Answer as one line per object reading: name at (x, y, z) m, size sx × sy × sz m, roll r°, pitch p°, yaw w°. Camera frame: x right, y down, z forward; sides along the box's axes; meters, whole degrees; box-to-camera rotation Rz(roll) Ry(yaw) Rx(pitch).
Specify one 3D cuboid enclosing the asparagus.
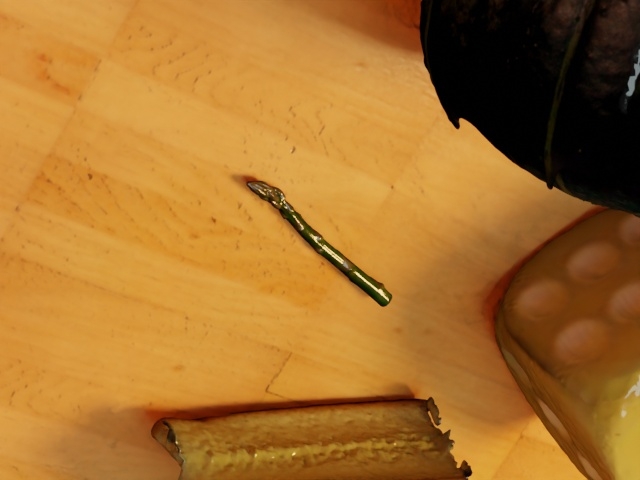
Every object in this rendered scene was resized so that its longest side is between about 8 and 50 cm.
asparagus at (0.000, 0.000, 1.168) m, size 0.016 × 0.016 × 0.163 m, roll -51°, pitch 127°, yaw -6°

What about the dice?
dice at (0.246, 0.090, 1.258) m, size 0.169 × 0.166 × 0.169 m, roll -35°, pitch 128°, yaw -6°

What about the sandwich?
sandwich at (-0.013, 0.190, 1.210) m, size 0.236 × 0.122 × 0.128 m, roll 1°, pitch 113°, yaw -26°

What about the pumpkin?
pumpkin at (0.214, -0.154, 1.030) m, size 0.296 × 0.296 × 0.295 m, roll -13°, pitch 123°, yaw -21°
